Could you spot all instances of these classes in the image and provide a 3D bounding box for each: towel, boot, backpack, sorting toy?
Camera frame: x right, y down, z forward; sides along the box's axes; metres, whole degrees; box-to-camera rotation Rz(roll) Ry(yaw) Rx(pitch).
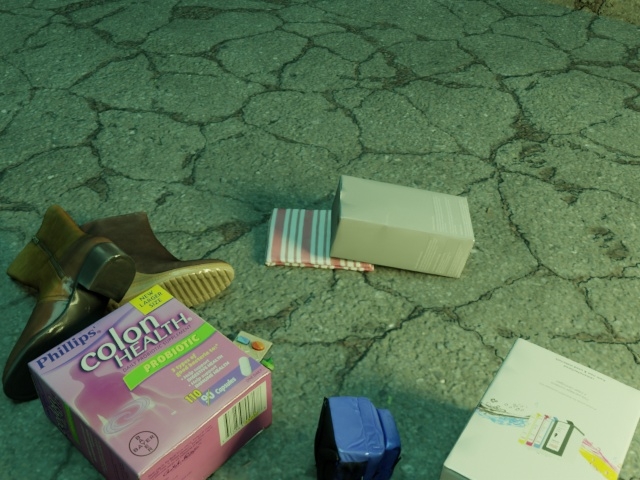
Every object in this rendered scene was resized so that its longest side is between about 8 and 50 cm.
[{"bbox_3d":[0.000,0.000,1.278,0.197,0.029,0.144,3,42,2],"label":"towel"},{"bbox_3d":[-0.439,0.082,1.087,0.280,0.096,0.264,23,81,43],"label":"boot"},{"bbox_3d":[0.043,0.270,0.878,0.101,0.120,0.098,7,37,-9],"label":"backpack"},{"bbox_3d":[-0.283,0.019,1.178,0.248,0.090,0.207,-13,49,-9],"label":"boot"},{"bbox_3d":[-0.101,0.170,1.075,0.083,0.012,0.062,18,42,19],"label":"sorting toy"}]

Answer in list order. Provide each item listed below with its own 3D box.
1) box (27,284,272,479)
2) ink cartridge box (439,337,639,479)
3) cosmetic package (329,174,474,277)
[{"bbox_3d":[-0.223,0.207,0.944,0.243,0.117,0.213,31,48,31],"label":"box"},{"bbox_3d":[0.256,0.276,0.839,0.168,0.171,0.233,24,45,24],"label":"ink cartridge box"},{"bbox_3d":[0.138,-0.025,1.227,0.238,0.107,0.127,9,42,-3],"label":"cosmetic package"}]
